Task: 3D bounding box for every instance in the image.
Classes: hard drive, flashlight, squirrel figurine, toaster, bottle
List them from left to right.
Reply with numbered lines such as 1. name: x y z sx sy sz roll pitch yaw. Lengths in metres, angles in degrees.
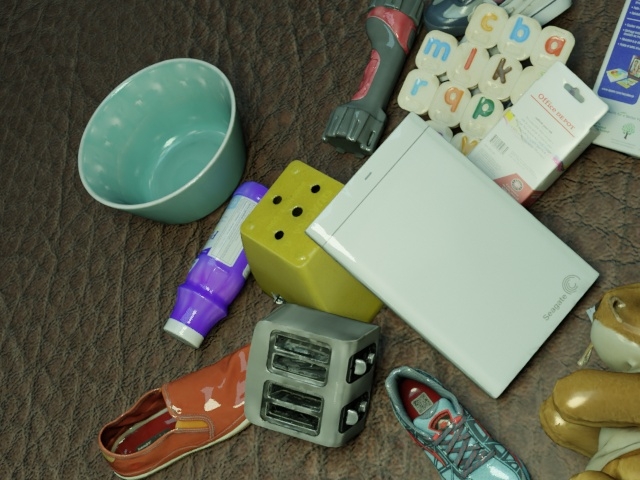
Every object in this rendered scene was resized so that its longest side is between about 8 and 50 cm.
1. bottle: -0.160 0.041 1.610 0.092 0.118 0.283 31 75 -5
2. toaster: -0.018 0.186 1.404 0.185 0.110 0.168 14 104 19
3. flashlight: 0.089 -0.294 1.703 0.103 0.103 0.304 -15 48 65
4. hard drive: 0.185 0.019 1.380 0.353 0.047 0.233 41 83 2
5. squirrel figurine: 0.461 0.226 1.151 0.396 0.281 0.370 12 56 16

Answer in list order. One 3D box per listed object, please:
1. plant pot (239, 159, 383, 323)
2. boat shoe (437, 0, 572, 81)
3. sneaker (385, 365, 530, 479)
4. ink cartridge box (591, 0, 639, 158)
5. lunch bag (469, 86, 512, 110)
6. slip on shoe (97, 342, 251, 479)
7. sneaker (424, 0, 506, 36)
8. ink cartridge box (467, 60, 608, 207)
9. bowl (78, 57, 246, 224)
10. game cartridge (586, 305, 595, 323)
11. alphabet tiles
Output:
1. plant pot: 0.000 0.000 1.513 0.212 0.187 0.212 31 78 36
2. boat shoe: 0.289 -0.361 1.627 0.267 0.088 0.096 -32 12 4
3. sneaker: 0.170 0.268 1.309 0.104 0.125 0.262 -45 53 -4
4. ink cartridge box: 0.513 -0.281 1.434 0.165 0.065 0.333 24 99 35
5. lunch bag: 0.289 -0.252 1.609 0.083 0.053 0.071 -51 51 3
6. slip on shoe: -0.199 0.257 1.511 0.331 0.101 0.123 -31 51 4
7. sneaker: 0.304 -0.480 1.687 0.319 0.131 0.112 -35 53 3
8. ink cartridge box: 0.332 -0.158 1.461 0.198 0.067 0.115 -49 69 22
9. bowl: -0.256 -0.152 1.742 0.311 0.163 0.312 -12 56 19
10. game cartridge: 0.419 0.105 1.356 0.083 0.017 0.056 -24 51 12
11. alphabet tiles: 0.273 -0.227 1.558 0.284 0.021 0.278 25 92 19
